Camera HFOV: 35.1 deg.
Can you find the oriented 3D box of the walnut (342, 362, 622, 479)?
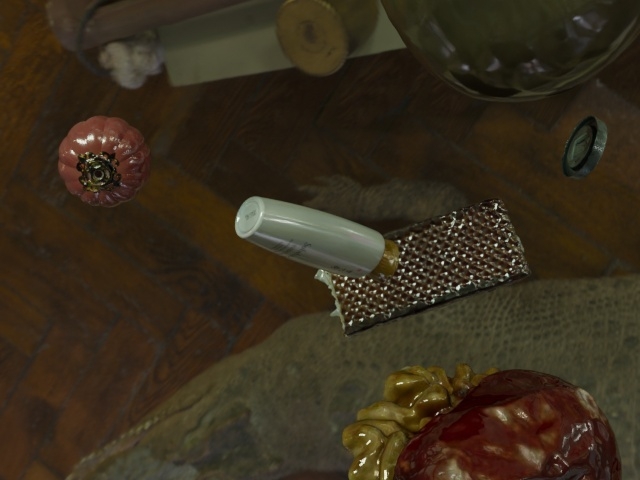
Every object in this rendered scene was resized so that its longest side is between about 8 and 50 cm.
[{"bbox_3d":[0.135,0.223,0.936,0.221,0.269,0.244,-39,73,42],"label":"walnut"}]

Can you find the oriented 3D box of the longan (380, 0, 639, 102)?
[{"bbox_3d":[0.204,-0.299,1.031,0.318,0.319,0.319,6,110,17],"label":"longan"}]

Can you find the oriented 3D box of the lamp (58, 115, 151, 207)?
[{"bbox_3d":[-0.248,-0.091,1.165,0.107,0.092,0.108,-1,113,-3],"label":"lamp"}]

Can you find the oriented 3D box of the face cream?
[{"bbox_3d":[0.000,0.000,1.018,0.072,0.182,0.051,-28,55,43],"label":"face cream"}]

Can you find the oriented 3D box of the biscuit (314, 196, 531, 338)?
[{"bbox_3d":[0.121,0.035,1.231,0.252,0.070,0.106,-18,81,0],"label":"biscuit"}]

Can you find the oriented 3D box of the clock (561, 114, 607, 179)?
[{"bbox_3d":[0.337,-0.118,1.293,0.017,0.085,0.085,20,115,-12],"label":"clock"}]
